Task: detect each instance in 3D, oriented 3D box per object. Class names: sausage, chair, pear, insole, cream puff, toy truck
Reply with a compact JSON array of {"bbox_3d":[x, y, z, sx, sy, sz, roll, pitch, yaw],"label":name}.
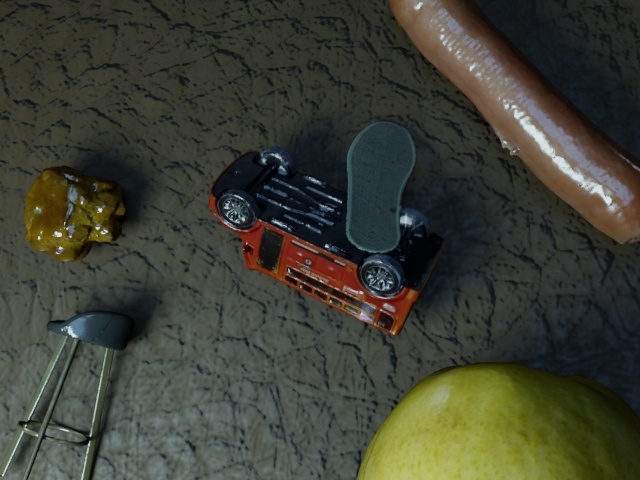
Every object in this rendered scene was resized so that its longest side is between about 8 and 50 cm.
[{"bbox_3d":[0.226,-0.162,0.920,0.419,0.094,0.094,49,117,13],"label":"sausage"},{"bbox_3d":[-0.292,0.176,0.912,0.095,0.104,0.222,17,83,27],"label":"chair"},{"bbox_3d":[0.176,0.264,0.735,0.314,0.314,0.315,-1,78,6],"label":"pear"},{"bbox_3d":[0.064,-0.067,0.890,0.080,0.003,0.232,14,43,0],"label":"insole"},{"bbox_3d":[-0.288,-0.033,0.956,0.122,0.094,0.116,-30,72,24],"label":"cream puff"},{"bbox_3d":[0.000,0.000,0.892,0.252,0.114,0.107,25,43,10],"label":"toy truck"}]
